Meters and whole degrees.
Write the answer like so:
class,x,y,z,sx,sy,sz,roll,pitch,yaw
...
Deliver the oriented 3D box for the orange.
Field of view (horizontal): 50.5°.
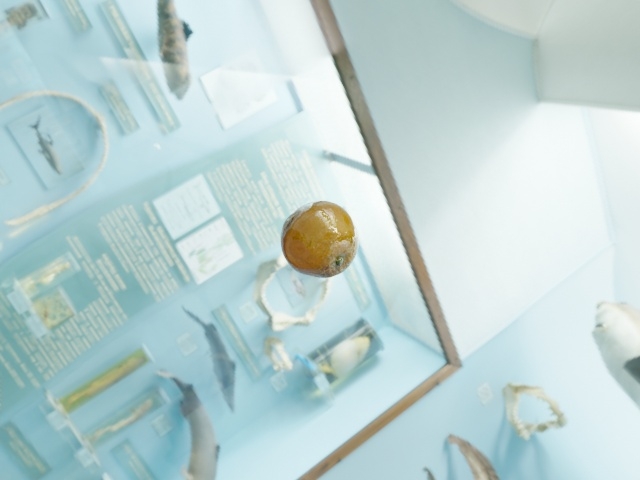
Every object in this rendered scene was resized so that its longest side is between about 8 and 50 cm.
class,x,y,z,sx,sy,sz,roll,pitch,yaw
orange,-0.001,0.000,0.701,0.083,0.084,0.083,49,-19,23
